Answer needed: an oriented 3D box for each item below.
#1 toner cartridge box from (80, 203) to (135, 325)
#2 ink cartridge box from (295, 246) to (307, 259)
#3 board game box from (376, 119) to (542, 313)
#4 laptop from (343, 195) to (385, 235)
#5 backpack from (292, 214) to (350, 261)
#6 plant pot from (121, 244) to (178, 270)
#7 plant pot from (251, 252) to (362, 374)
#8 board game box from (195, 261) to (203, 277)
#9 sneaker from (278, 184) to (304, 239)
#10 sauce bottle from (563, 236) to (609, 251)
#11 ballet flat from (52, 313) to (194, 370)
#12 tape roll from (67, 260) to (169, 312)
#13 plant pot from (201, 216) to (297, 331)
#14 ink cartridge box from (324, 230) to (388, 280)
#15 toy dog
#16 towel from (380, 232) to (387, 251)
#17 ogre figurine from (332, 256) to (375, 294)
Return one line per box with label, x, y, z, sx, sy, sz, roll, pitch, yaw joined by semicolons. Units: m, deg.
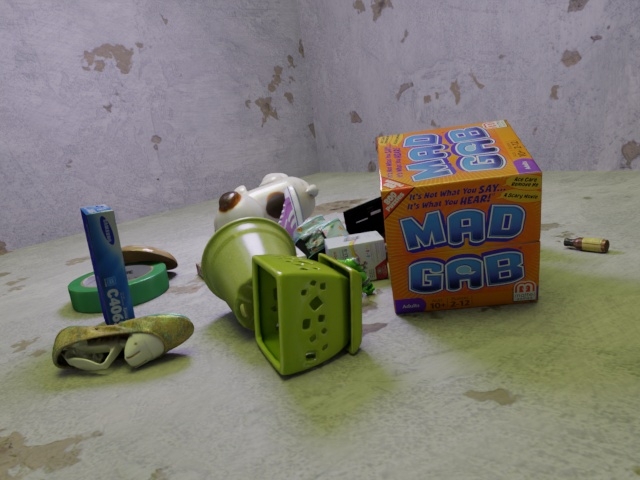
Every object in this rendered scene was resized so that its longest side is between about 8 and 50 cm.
toner cartridge box;-0.603;0.079;1.593;0.075;0.348;0.165;-14;15;-27
ink cartridge box;-0.164;0.087;1.789;0.201;0.117;0.278;-12;15;-14
board game box;0.347;-0.068;1.465;0.356;0.356;0.356;-6;30;8
laptop;0.179;-0.089;1.977;0.234;0.264;0.136;-23;48;-8
backpack;0.000;0.000;1.878;0.188;0.144;0.166;-22;-18;-14
plant pot;-0.644;0.063;2.064;0.236;0.032;0.236;4;-20;1
plant pot;-0.028;0.148;1.273;0.207;0.227;0.228;-6;12;-21
board game box;-0.338;0.091;2.024;0.193;0.045;0.147;-14;15;-23
sneaker;-0.137;-0.055;2.017;0.161;0.282;0.102;-9;-8;4
sauce bottle;0.809;0.010;1.705;0.042;0.042;0.128;-19;19;-37
ballet flat;-0.478;0.255;1.344;0.348;0.123;0.123;-6;14;6
tape roll;-0.684;0.153;1.911;0.321;0.077;0.321;-8;14;2
plant pot;-0.162;0.109;1.487;0.276;0.276;0.254;-12;26;-15
ink cartridge box;0.108;0.055;1.743;0.176;0.128;0.127;-10;14;-2
toy dog;-0.230;-0.093;2.183;0.395;0.284;0.408;-3;15;44
towel;0.216;-0.010;1.978;0.329;0.037;0.237;-13;15;26
ogre figurine;0.048;0.110;1.578;0.197;0.118;0.097;-3;15;16
